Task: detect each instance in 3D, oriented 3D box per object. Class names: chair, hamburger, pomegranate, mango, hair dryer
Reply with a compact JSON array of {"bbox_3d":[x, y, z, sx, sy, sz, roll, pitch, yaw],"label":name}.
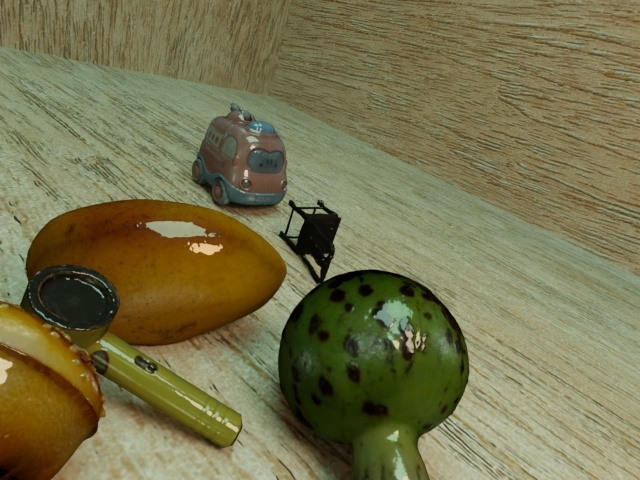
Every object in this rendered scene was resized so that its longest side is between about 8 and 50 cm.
[{"bbox_3d":[0.000,0.000,0.953,0.113,0.106,0.229,-2,33,-35],"label":"chair"},{"bbox_3d":[-0.299,0.128,0.334,0.237,0.237,0.147,12,41,-15],"label":"hamburger"},{"bbox_3d":[0.050,0.183,0.508,0.242,0.242,0.306,22,54,6],"label":"pomegranate"},{"bbox_3d":[-0.222,0.046,0.594,0.350,0.199,0.201,0,71,-11],"label":"mango"},{"bbox_3d":[-0.219,0.159,0.469,0.278,0.135,0.090,35,23,-6],"label":"hair dryer"}]

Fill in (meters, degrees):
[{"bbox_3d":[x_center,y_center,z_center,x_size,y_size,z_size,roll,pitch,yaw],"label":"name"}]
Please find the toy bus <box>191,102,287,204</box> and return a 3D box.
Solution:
[{"bbox_3d":[-0.213,-0.234,1.131,0.197,0.232,0.294,-3,32,-41],"label":"toy bus"}]
